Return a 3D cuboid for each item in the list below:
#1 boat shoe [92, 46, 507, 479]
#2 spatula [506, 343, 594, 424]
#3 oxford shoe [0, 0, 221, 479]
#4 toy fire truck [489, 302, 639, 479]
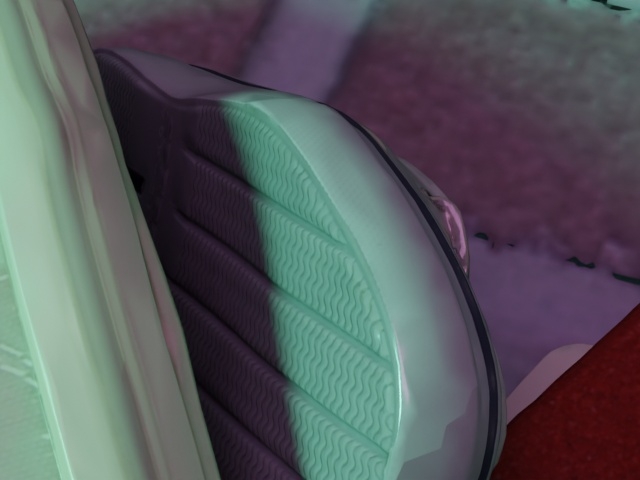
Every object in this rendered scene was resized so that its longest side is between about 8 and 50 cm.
[{"bbox_3d":[0.000,0.000,0.418,0.076,0.083,0.226,7,21,-26],"label":"boat shoe"},{"bbox_3d":[0.180,0.063,0.439,0.242,0.019,0.168,36,69,22],"label":"spatula"},{"bbox_3d":[-0.089,0.079,0.368,0.130,0.169,0.449,-9,55,-14],"label":"oxford shoe"},{"bbox_3d":[0.165,0.093,0.339,0.302,0.169,0.254,12,52,17],"label":"toy fire truck"}]
